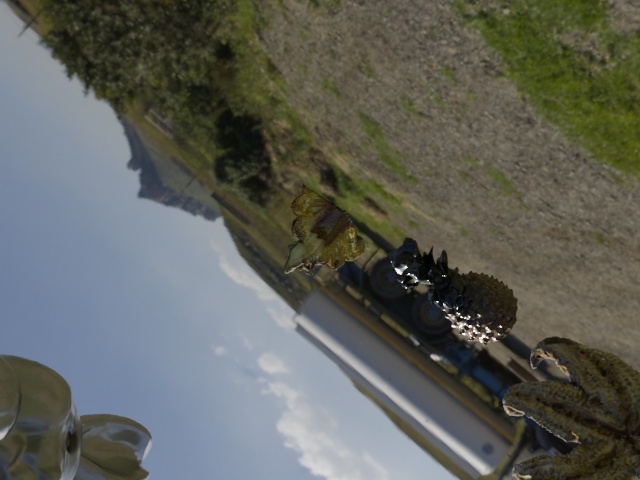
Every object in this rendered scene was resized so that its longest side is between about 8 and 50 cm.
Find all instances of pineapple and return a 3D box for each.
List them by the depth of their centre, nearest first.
[{"bbox_3d":[0.096,0.039,0.494,0.124,0.058,0.058,25,-172,-32],"label":"pineapple"},{"bbox_3d":[0.000,0.000,0.783,0.114,0.114,0.077,45,157,-18],"label":"pineapple"}]

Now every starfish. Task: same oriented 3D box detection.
[{"bbox_3d":[0.280,0.164,0.571,0.238,0.216,0.071,39,176,38],"label":"starfish"}]

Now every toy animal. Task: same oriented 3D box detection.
[{"bbox_3d":[-0.164,0.128,0.365,0.130,0.104,0.221,3,148,39],"label":"toy animal"}]
